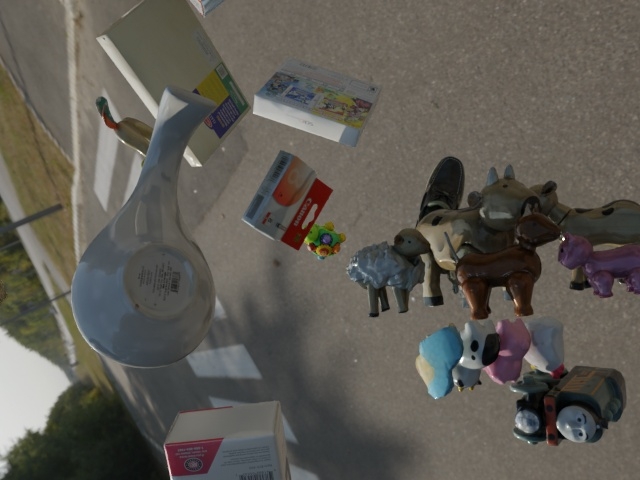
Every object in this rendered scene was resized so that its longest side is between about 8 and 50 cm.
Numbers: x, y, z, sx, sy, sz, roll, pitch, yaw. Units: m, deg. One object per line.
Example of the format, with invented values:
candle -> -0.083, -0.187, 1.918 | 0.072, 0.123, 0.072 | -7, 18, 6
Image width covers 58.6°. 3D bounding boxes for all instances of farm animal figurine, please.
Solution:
farm animal figurine -> 0.243, -0.007, 0.746 | 0.326, 0.330, 0.172 | -10, 86, 51

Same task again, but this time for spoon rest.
spoon rest -> -0.159, -0.013, 0.568 | 0.084, 0.137, 0.277 | -24, 55, 54

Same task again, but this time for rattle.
rattle -> -0.390, -0.179, 1.123 | 0.199, 0.142, 0.130 | 13, -133, -62

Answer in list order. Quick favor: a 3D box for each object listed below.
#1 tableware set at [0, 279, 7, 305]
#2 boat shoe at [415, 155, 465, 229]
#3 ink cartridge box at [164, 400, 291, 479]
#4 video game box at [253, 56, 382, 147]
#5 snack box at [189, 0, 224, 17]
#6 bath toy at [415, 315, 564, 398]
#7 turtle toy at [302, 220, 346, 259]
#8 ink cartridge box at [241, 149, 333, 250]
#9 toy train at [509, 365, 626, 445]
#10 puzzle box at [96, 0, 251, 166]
tableware set -> -0.460, 0.070, 0.657 | 0.020, 0.169, 0.141 | -8, 131, 34
boat shoe -> 0.240, -0.066, 1.142 | 0.080, 0.224, 0.073 | 20, 177, 5
ink cartridge box -> -0.135, 0.394, 0.912 | 0.100, 0.171, 0.238 | -91, -6, -75
video game box -> 0.000, -0.269, 1.091 | 0.205, 0.187, 0.048 | 20, 130, 6
snack box -> -0.140, -0.401, 0.656 | 0.207, 0.174, 0.070 | 48, 176, -7
bath toy -> 0.364, 0.237, 1.160 | 0.151, 0.348, 0.129 | -50, 48, 51
turtle toy -> 0.000, 0.000, 1.434 | 0.130, 0.095, 0.066 | 43, -148, -33
ink cartridge box -> -0.046, -0.062, 1.047 | 0.045, 0.146, 0.179 | 28, 178, 41
toy train -> 0.531, 0.344, 1.214 | 0.190, 0.333, 0.142 | -5, 87, 36
puzzle box -> -0.370, -0.437, 1.525 | 0.052, 0.272, 0.409 | 2, 137, 38
